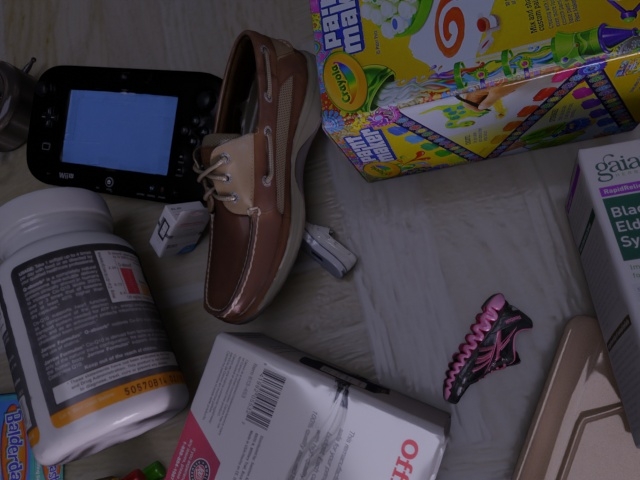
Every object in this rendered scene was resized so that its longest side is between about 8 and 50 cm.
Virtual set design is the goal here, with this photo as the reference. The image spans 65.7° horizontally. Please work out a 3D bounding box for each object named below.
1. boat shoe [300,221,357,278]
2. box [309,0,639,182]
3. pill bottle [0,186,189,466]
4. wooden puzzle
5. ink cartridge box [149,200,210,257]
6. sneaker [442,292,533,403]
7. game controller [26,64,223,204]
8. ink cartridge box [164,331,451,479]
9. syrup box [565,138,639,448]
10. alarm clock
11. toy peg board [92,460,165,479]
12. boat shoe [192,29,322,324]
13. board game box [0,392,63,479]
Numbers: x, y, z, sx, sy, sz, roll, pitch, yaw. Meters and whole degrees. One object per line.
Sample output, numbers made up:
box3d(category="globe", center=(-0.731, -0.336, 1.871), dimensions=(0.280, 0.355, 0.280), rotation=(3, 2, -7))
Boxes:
box3d(category="boat shoe", center=(0.000, 0.000, 0.563), dimensions=(0.035, 0.035, 0.100), rotation=(-39, 62, -22))
box3d(category="box", center=(0.141, -0.240, 0.480), dimensions=(0.280, 0.177, 0.289), rotation=(-9, 78, 17))
box3d(category="pill bottle", center=(-0.270, 0.089, 0.564), dimensions=(0.162, 0.162, 0.278), rotation=(-30, 72, 11))
box3d(category="wooden puzzle", center=(0.298, 0.203, 0.410), dimensions=(0.239, 0.044, 0.220), rotation=(20, 87, 26))
box3d(category="ink cartridge box", center=(-0.165, -0.019, 0.591), dimensions=(0.028, 0.048, 0.083), rotation=(54, 129, 20))
box3d(category="sneaker", center=(0.164, 0.113, 0.483), dimensions=(0.057, 0.047, 0.119), rotation=(31, 92, 9))
box3d(category="game controller", center=(-0.259, -0.142, 0.654), dimensions=(0.320, 0.067, 0.166), rotation=(9, 83, 20))
box3d(category="ink cartridge box", center=(-0.011, 0.212, 0.489), dimensions=(0.237, 0.100, 0.171), rotation=(18, 86, 21))
box3d(category="syrup box", center=(0.277, 0.035, 0.395), dimensions=(0.093, 0.096, 0.236), rotation=(-9, 61, 15))
box3d(category="alarm clock", center=(-0.490, -0.185, 0.744), dimensions=(0.130, 0.064, 0.191), rotation=(0, 83, 18))
box3d(category="toy peg board", center=(-0.195, 0.309, 0.509), dimensions=(0.079, 0.160, 0.161), rotation=(-34, 71, -7))
box3d(category="boat shoe", center=(-0.086, -0.074, 0.541), dimensions=(0.123, 0.117, 0.324), rotation=(-3, 73, 44))
box3d(category="board game box", center=(-0.433, 0.282, 0.644), dimensions=(0.211, 0.047, 0.160), rotation=(-9, 77, 17))
